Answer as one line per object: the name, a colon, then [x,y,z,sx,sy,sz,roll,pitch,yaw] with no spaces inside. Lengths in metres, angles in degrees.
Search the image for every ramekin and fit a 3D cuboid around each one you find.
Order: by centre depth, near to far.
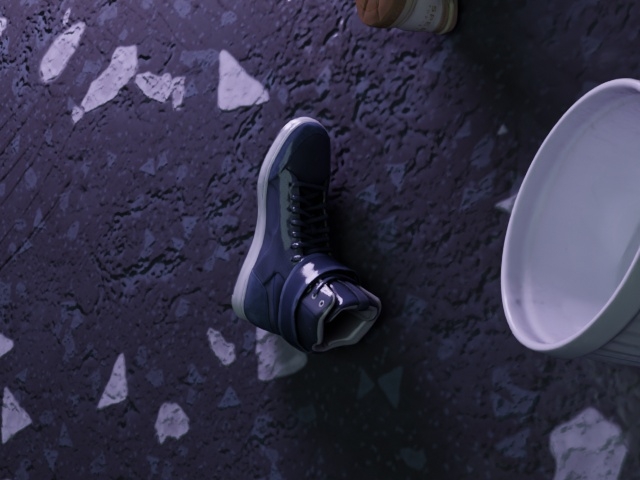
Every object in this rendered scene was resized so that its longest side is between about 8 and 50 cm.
ramekin: [0.231,-0.003,0.656,0.207,0.109,0.207,-162,90,-77]

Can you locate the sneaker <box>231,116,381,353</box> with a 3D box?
sneaker: [0.001,0.001,0.883,0.163,0.086,0.226,26,106,49]

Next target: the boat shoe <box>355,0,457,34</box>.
boat shoe: [0.081,-0.338,0.914,0.104,0.089,0.285,-30,58,58]
